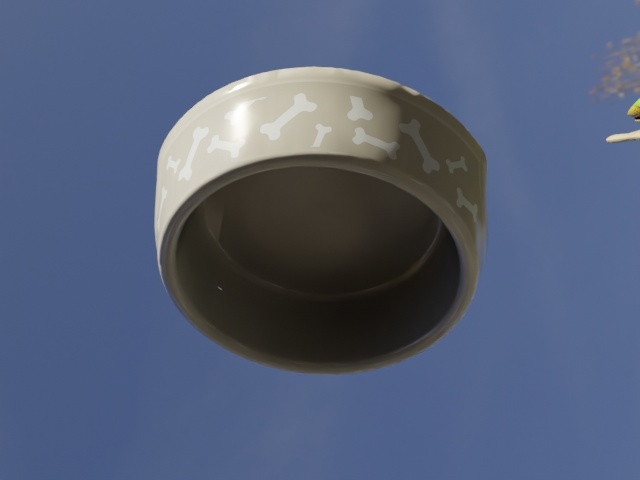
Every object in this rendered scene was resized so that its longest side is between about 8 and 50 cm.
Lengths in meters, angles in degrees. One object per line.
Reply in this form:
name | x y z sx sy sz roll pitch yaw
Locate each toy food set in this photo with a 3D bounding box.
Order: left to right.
toy food set | 0.437 -0.183 1.477 0.192 0.132 0.038 -32 -82 -13

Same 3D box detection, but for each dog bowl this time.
dog bowl | 0.000 0.000 1.188 0.349 0.349 0.102 33 -141 -24
